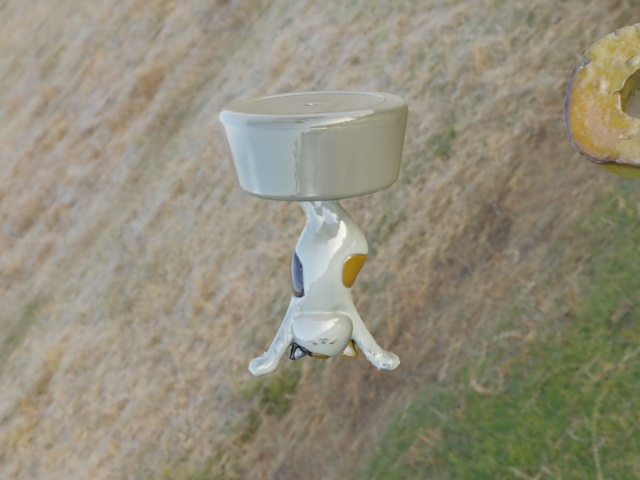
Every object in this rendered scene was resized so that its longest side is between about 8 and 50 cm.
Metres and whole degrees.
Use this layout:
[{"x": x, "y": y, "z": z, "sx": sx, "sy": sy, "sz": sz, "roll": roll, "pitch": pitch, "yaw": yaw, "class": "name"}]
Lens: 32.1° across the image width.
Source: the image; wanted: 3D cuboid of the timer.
[{"x": 0.000, "y": 0.000, "z": 1.056, "sx": 0.175, "sy": 0.175, "sz": 0.265, "roll": -148, "pitch": 52, "yaw": -66, "class": "timer"}]

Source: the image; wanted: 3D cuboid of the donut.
[{"x": 0.348, "y": -0.146, "z": 1.192, "sx": 0.162, "sy": 0.065, "sz": 0.178, "roll": 14, "pitch": 73, "yaw": 32, "class": "donut"}]
